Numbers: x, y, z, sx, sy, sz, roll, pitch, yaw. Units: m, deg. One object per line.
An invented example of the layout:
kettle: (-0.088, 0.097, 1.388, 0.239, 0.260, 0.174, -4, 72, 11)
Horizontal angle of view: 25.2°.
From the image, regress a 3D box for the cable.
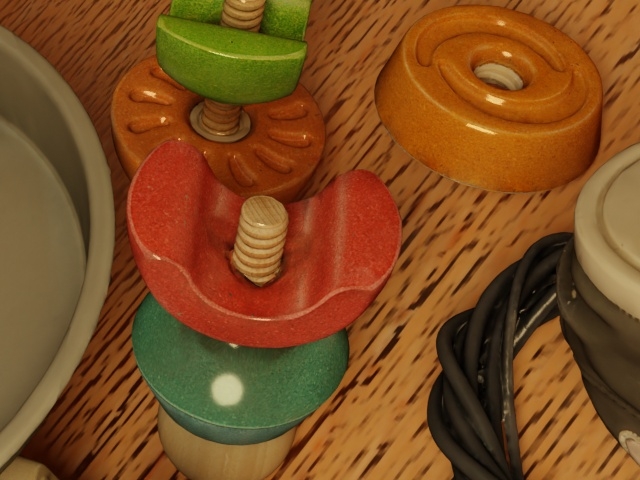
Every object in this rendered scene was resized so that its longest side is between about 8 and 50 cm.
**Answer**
cable: (0.113, 0.060, 0.513, 0.150, 0.047, 0.184, -23, 44, 22)

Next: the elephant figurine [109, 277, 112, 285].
elephant figurine: (-0.239, 0.033, 0.751, 0.186, 0.239, 0.169, -105, 36, -82)

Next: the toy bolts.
toy bolts: (0.000, 0.000, 0.627, 0.218, 0.158, 0.228, 13, 45, -1)

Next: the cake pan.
cake pan: (-0.230, 0.017, 0.610, 0.293, 0.054, 0.293, -1, 58, 2)

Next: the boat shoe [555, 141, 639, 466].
boat shoe: (0.212, 0.077, 0.384, 0.335, 0.095, 0.112, 31, 57, 31)

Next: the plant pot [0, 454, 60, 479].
plant pot: (-0.153, 0.146, 0.616, 0.096, 0.109, 0.109, -6, 52, 20)
